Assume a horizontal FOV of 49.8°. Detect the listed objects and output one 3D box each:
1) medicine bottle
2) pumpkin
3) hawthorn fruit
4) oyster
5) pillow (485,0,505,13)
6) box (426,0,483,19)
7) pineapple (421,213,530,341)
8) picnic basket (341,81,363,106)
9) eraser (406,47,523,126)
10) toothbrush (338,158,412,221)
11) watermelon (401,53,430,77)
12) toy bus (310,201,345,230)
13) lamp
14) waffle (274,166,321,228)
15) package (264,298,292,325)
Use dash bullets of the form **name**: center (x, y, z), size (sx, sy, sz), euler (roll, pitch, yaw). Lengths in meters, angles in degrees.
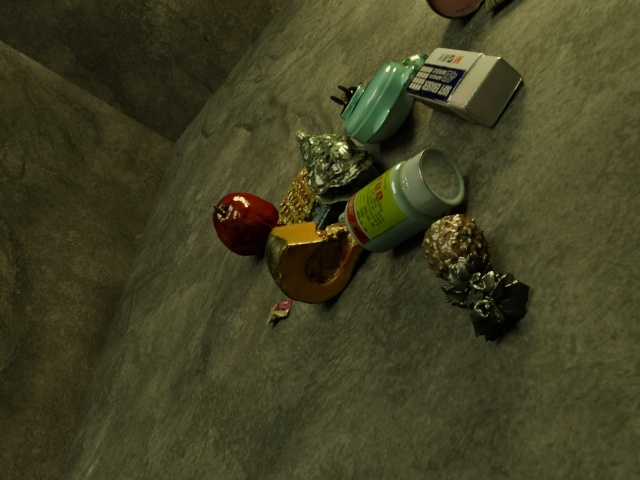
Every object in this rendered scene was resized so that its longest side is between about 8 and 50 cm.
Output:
- **medicine bottle**: center (0.163, -0.076, 1.366), size (0.225, 0.139, 0.139), euler (-33, 35, 45)
- **pumpkin**: center (0.000, -0.001, 1.543), size (0.281, 0.190, 0.139), euler (-54, 23, 10)
- **hawthorn fruit**: center (-0.233, -0.051, 2.043), size (0.189, 0.251, 0.190), euler (-12, 71, 37)
- **oyster**: center (0.024, -0.199, 1.758), size (0.351, 0.162, 0.158), euler (-132, 29, -51)
- **pillow**: center (0.446, -0.598, 1.532), size (0.203, 0.038, 0.113), euler (-32, 35, 46)
- **box**: center (0.320, -0.627, 1.694), size (0.151, 0.151, 0.135), euler (-52, 16, 17)
- **pineapple**: center (0.244, 0.057, 1.107), size (0.237, 0.111, 0.119), euler (-108, 20, -49)
- **picnic basket**: center (0.100, -0.413, 1.968), size (0.083, 0.072, 0.072), euler (-43, 26, 61)
- **eraser**: center (0.296, -0.329, 1.460), size (0.130, 0.086, 0.287), euler (-57, 24, 6)
- **toothbrush**: center (0.129, -0.116, 1.629), size (0.263, 0.022, 0.026), euler (-38, 20, 40)
- **watermelon**: center (0.251, -0.431, 1.738), size (0.061, 0.085, 0.085), euler (101, -176, -60)
- **toy bus**: center (-0.001, -0.032, 1.761), size (0.166, 0.047, 0.065), euler (-61, 27, -3)
- **lamp**: center (0.136, -0.334, 1.708), size (0.209, 0.147, 0.284), euler (-58, 28, -8)
- **waffle**: center (-0.038, -0.134, 1.947), size (0.245, 0.052, 0.254), euler (-31, 35, 45)
- **package**: center (-0.108, 0.182, 1.751), size (0.083, 0.029, 0.059), euler (-28, 30, 34)
